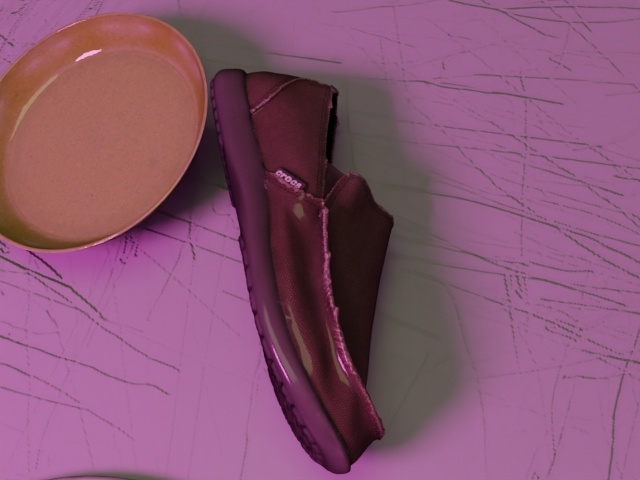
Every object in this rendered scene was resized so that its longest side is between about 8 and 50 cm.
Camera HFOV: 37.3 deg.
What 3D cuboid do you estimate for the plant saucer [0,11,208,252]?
[{"bbox_3d":[-0.204,-0.094,0.850,0.241,0.037,0.241,-8,65,17],"label":"plant saucer"}]

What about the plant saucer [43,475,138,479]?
[{"bbox_3d":[-0.186,0.353,0.637,0.400,0.100,0.400,-1,65,3],"label":"plant saucer"}]

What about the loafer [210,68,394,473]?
[{"bbox_3d":[0.000,0.000,0.763,0.130,0.134,0.366,-12,64,-4],"label":"loafer"}]
